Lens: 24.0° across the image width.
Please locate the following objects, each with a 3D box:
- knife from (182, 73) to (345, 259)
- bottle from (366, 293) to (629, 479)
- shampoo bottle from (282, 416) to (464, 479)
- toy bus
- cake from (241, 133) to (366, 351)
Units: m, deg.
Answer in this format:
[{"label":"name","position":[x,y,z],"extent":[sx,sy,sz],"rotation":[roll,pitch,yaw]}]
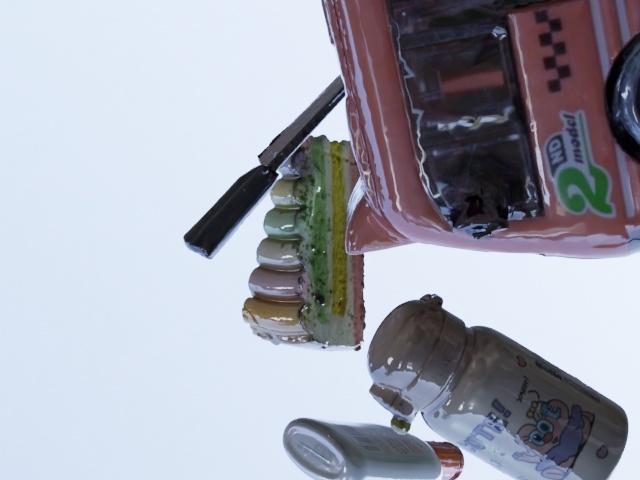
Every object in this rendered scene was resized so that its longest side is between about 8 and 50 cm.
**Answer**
[{"label":"knife","position":[-0.027,-0.079,1.195],"extent":[0.028,0.230,0.060],"rotation":[41,-174,-19]},{"label":"bottle","position":[0.131,0.129,1.192],"extent":[0.209,0.110,0.097],"rotation":[31,175,-13]},{"label":"shampoo bottle","position":[0.064,0.213,1.473],"extent":[0.108,0.051,0.221],"rotation":[26,-172,40]},{"label":"toy bus","position":[0.093,-0.198,0.864],"extent":[0.233,0.427,0.203],"rotation":[-11,-169,4]},{"label":"cake","position":[-0.016,0.003,1.525],"extent":[0.090,0.225,0.109],"rotation":[-11,163,40]}]
